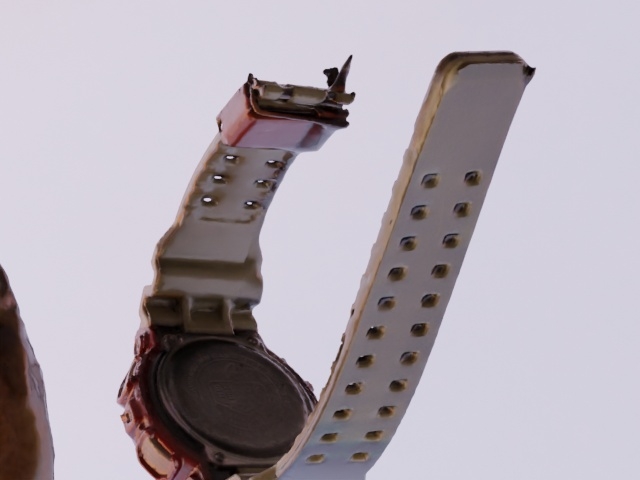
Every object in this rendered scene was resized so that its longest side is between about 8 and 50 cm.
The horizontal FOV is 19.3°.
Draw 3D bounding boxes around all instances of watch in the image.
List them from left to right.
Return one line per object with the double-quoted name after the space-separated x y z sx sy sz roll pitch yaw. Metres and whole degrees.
-0.005 0.002 0.812 0.102 0.268 0.165 2 -146 -31 "watch"

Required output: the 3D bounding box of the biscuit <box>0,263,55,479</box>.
-0.182 0.063 0.625 0.212 0.212 0.036 18 -168 22 "biscuit"
